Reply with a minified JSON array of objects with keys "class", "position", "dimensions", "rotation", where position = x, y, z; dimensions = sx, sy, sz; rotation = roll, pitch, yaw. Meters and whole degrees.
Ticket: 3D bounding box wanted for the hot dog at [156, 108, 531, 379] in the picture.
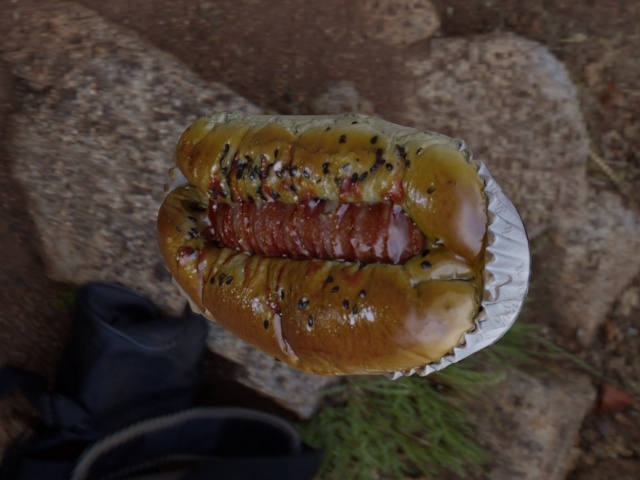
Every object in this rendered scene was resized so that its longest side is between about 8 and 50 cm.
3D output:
[{"class":"hot dog","position":[0.000,0.000,0.753],"dimensions":[0.075,0.268,0.144],"rotation":[15,88,-46]}]
